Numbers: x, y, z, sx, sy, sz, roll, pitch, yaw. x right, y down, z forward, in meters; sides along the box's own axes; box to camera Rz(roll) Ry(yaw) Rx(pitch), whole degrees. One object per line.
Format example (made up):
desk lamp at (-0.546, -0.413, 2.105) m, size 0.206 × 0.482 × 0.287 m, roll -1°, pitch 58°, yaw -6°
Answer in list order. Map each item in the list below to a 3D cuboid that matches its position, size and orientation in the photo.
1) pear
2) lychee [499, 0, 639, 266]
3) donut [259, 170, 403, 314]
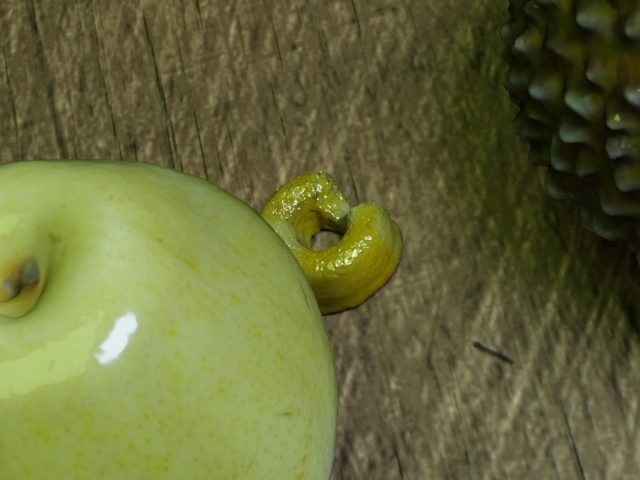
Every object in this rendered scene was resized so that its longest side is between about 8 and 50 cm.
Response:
pear at (-0.141, 0.091, 1.006) m, size 0.309 × 0.309 × 0.309 m, roll -7°, pitch 61°, yaw 13°
lychee at (0.304, -0.140, 0.959) m, size 0.432 × 0.380 × 0.380 m, roll -7°, pitch 60°, yaw 31°
donut at (0.000, 0.000, 1.156) m, size 0.108 × 0.043 × 0.097 m, roll 26°, pitch 72°, yaw 31°
